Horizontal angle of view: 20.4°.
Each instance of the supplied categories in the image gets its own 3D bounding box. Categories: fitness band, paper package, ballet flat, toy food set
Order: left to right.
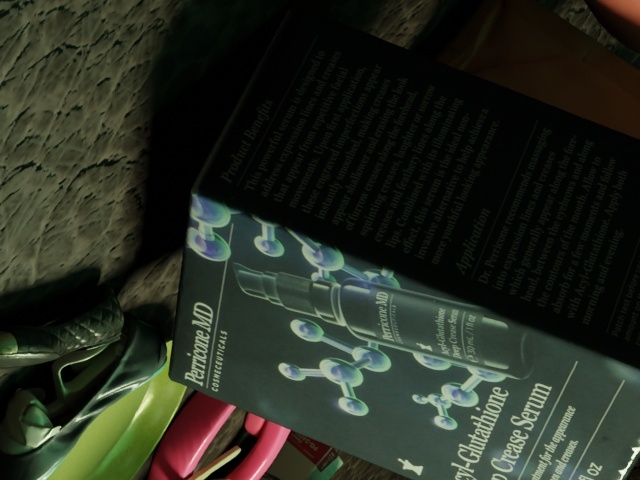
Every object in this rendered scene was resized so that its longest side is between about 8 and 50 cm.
[{"bbox_3d":[-0.217,0.070,1.402,0.057,0.049,0.173,-14,180,29],"label":"ballet flat"},{"bbox_3d":[-0.218,0.133,1.487,0.203,0.074,0.074,-41,162,-12],"label":"ballet flat"},{"bbox_3d":[-0.138,0.317,1.955,0.132,0.038,0.192,-33,156,-40],"label":"toy food set"},{"bbox_3d":[-0.108,0.230,1.988,0.209,0.054,0.291,-39,158,-35],"label":"fitness band"},{"bbox_3d":[0.244,-0.065,1.841,0.168,0.309,0.325,-50,164,-13],"label":"paper package"}]

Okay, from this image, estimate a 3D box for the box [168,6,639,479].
[{"bbox_3d":[0.100,0.036,1.457,0.293,0.395,0.212,102,12,-55],"label":"box"}]

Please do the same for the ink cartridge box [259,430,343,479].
[{"bbox_3d":[-0.047,0.316,2.310,0.150,0.063,0.109,-48,163,-9],"label":"ink cartridge box"}]

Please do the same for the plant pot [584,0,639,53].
[{"bbox_3d":[0.328,-0.322,1.663,0.275,0.275,0.243,-55,153,11],"label":"plant pot"}]

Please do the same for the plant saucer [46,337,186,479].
[{"bbox_3d":[-0.204,0.181,1.632,0.241,0.037,0.241,-50,165,-19],"label":"plant saucer"}]

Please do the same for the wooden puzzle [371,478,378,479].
[{"bbox_3d":[-0.091,0.410,2.227,0.348,0.080,0.322,-20,152,-10],"label":"wooden puzzle"}]
